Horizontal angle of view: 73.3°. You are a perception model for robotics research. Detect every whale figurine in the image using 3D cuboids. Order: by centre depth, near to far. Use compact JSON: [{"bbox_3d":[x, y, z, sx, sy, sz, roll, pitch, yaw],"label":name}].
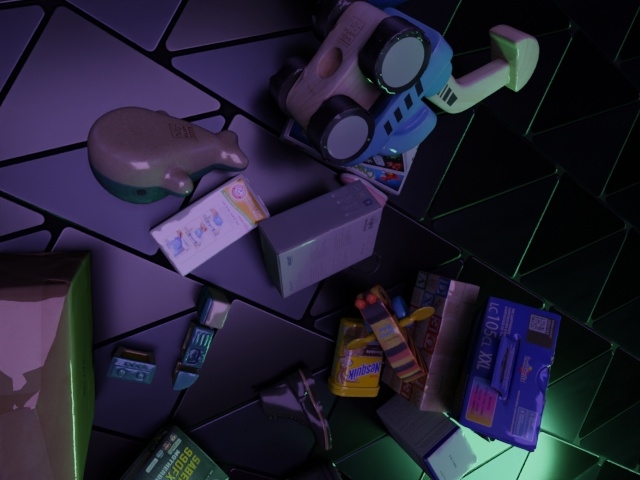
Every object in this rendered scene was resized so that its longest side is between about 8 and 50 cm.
[{"bbox_3d":[-0.277,-0.148,0.798,0.272,0.216,0.141,-8,144,-32],"label":"whale figurine"}]

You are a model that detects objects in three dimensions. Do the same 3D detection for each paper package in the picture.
[{"bbox_3d":[-0.459,0.195,0.675,0.168,0.309,0.325,-2,98,-23],"label":"paper package"}]

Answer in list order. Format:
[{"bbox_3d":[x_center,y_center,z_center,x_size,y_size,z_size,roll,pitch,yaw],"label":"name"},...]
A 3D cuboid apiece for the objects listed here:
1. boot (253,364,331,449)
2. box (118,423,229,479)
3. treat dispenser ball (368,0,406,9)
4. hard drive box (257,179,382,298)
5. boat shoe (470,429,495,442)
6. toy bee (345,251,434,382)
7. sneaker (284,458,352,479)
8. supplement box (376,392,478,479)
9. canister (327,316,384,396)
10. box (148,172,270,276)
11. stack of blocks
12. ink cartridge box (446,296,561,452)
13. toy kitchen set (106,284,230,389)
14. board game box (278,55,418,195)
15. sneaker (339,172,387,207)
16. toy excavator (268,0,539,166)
[{"bbox_3d":[-0.061,0.404,0.990,0.137,0.077,0.198,-19,90,-13],"label":"boot"},{"bbox_3d":[-0.317,0.519,0.849,0.183,0.056,0.231,55,46,-17],"label":"box"},{"bbox_3d":[0.110,-0.595,0.809,0.288,0.288,0.288,-3,98,-21],"label":"treat dispenser ball"},{"bbox_3d":[0.000,0.000,0.895,0.232,0.089,0.181,-25,150,-18],"label":"hard drive box"},{"bbox_3d":[0.502,0.403,1.184,0.108,0.102,0.301,30,86,-22],"label":"boat shoe"},{"bbox_3d":[0.121,0.166,0.917,0.298,0.162,0.195,43,101,20],"label":"toy bee"},{"bbox_3d":[0.040,0.663,1.035,0.146,0.104,0.296,-29,102,-10],"label":"sneaker"},{"bbox_3d":[0.247,0.464,1.030,0.114,0.220,0.111,-35,108,-15],"label":"supplement box"},{"bbox_3d":[0.091,0.276,1.026,0.126,0.073,0.170,9,92,-22],"label":"canister"},{"bbox_3d":[-0.217,-0.035,0.845,0.203,0.114,0.103,-36,105,-14],"label":"box"},{"bbox_3d":[0.258,0.229,1.032,0.087,0.171,0.297,14,91,-22],"label":"stack of blocks"},{"bbox_3d":[0.393,0.289,0.950,0.151,0.395,0.270,15,75,15],"label":"ink cartridge box"},{"bbox_3d":[-0.295,0.184,0.838,0.166,0.122,0.207,20,89,-22],"label":"toy kitchen set"},{"bbox_3d":[0.081,-0.249,0.967,0.305,0.053,0.193,24,87,-22],"label":"board game box"},{"bbox_3d":[0.092,-0.098,0.991,0.134,0.051,0.070,29,81,-26],"label":"sneaker"},{"bbox_3d":[0.190,-0.309,0.854,0.445,0.222,0.433,19,116,-48],"label":"toy excavator"}]
